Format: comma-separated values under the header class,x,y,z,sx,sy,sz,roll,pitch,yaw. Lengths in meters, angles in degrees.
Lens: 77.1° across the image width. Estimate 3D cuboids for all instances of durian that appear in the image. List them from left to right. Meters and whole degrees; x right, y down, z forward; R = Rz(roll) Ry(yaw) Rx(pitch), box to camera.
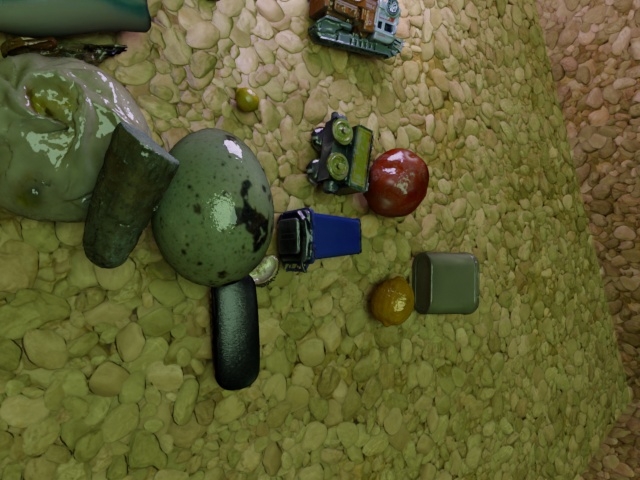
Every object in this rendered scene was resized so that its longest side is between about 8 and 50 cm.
class,x,y,z,sx,sy,sz,roll,pitch,yaw
durian,-0.161,0.095,1.158,0.130,0.052,0.066,-41,111,-19

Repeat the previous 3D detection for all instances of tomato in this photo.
class,x,y,z,sx,sy,sz,roll,pitch,yaw
tomato,0.256,-0.178,1.331,0.232,0.189,0.231,-39,145,-35

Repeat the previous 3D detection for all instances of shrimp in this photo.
class,x,y,z,sx,sy,sz,roll,pitch,yaw
shrimp,-0.553,-0.415,0.901,0.262,0.117,0.066,-25,114,-34

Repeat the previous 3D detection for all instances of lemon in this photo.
class,x,y,z,sx,sy,sz,roll,pitch,yaw
lemon,-0.210,-0.401,1.141,0.083,0.062,0.062,38,69,-25
lemon,0.248,0.202,1.356,0.142,0.142,0.187,37,65,-25

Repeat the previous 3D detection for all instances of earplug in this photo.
class,x,y,z,sx,sy,sz,roll,pitch,yaw
earplug,-0.565,-0.523,0.867,0.324,0.185,0.184,-26,102,-25

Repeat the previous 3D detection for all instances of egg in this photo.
class,x,y,z,sx,sy,sz,roll,pitch,yaw
egg,-0.257,-0.078,0.970,0.288,0.288,0.378,-2,79,-32

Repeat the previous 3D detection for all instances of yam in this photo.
class,x,y,z,sx,sy,sz,roll,pitch,yaw
yam,-0.396,-0.076,0.821,0.133,0.133,0.330,19,116,-30

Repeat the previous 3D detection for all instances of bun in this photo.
class,x,y,z,sx,sy,sz,roll,pitch,yaw
bun,-0.535,-0.213,0.841,0.366,0.219,0.364,-1,92,-29

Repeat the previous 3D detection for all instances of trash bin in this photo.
class,x,y,z,sx,sy,sz,roll,pitch,yaw
trash bin,0.000,0.000,1.206,0.235,0.163,0.183,-1,89,-38
trash bin,0.472,0.159,1.512,0.248,0.121,0.243,4,86,-29

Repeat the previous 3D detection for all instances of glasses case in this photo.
class,x,y,z,sx,sy,sz,roll,pitch,yaw
glasses case,-0.232,0.242,1.089,0.122,0.082,0.320,-3,91,-33

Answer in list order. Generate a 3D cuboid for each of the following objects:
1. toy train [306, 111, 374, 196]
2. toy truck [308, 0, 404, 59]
class,x,y,z,sx,sy,sz,roll,pitch,yaw
toy train,0.063,-0.265,1.268,0.178,0.134,0.260,14,80,-38
toy truck,0.127,-0.713,1.327,0.339,0.133,0.184,4,96,-29
